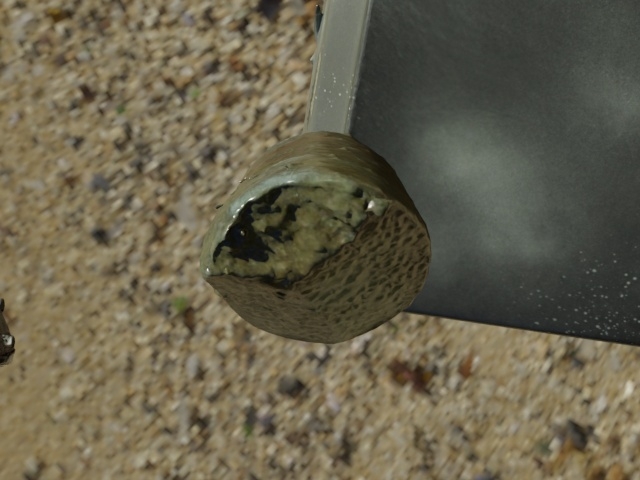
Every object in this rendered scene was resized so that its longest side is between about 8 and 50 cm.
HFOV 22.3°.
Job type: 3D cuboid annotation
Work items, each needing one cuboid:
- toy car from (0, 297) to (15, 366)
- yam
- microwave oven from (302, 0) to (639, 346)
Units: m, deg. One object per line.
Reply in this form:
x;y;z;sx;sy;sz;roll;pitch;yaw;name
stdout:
-0.225;0.060;1.063;0.041;0.093;0.025;10;113;-23;toy car
0.000;0.000;0.793;0.106;0.259;0.106;0;99;1;yam
0.168;-0.169;1.291;0.374;0.236;0.432;9;111;-5;microwave oven
